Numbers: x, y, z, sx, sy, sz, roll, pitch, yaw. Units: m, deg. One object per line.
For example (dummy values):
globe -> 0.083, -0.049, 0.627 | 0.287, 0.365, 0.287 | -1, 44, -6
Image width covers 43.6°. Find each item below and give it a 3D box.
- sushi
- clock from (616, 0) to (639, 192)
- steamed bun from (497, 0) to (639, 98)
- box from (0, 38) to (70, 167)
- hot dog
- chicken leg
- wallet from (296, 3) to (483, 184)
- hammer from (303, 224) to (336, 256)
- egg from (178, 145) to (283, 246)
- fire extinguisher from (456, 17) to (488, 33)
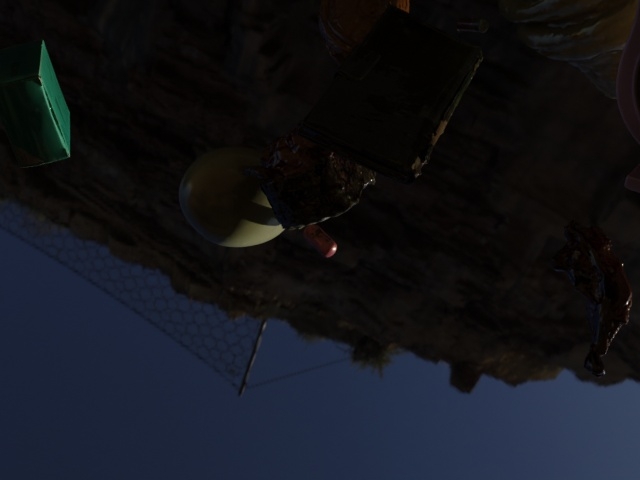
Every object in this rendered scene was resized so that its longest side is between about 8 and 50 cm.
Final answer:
sushi -> -0.006, -0.151, 1.529 | 0.181, 0.196, 0.343 | 58, -143, -14
clock -> 0.397, -0.160, 0.674 | 0.290, 0.275, 0.080 | 9, -148, 44
steamed bun -> 0.379, -0.331, 0.909 | 0.372, 0.324, 0.230 | 42, -168, 29
box -> -0.666, -0.322, 1.848 | 0.118, 0.205, 0.311 | -18, -147, -8
hot dog -> 0.095, -0.425, 1.528 | 0.196, 0.122, 0.272 | 19, -121, -31
chicken leg -> 0.364, 0.069, 1.057 | 0.090, 0.048, 0.219 | -17, -115, 15
wallet -> 0.105, -0.207, 1.097 | 0.169, 0.044, 0.317 | 25, -130, 7
hammer -> 0.000, 0.000, 1.691 | 0.043, 0.043, 0.083 | -22, -128, -37
egg -> -0.175, -0.093, 1.716 | 0.269, 0.219, 0.219 | 10, -138, -32
fire extinguisher -> 0.249, -0.356, 1.332 | 0.022, 0.028, 0.083 | -28, -156, -14
